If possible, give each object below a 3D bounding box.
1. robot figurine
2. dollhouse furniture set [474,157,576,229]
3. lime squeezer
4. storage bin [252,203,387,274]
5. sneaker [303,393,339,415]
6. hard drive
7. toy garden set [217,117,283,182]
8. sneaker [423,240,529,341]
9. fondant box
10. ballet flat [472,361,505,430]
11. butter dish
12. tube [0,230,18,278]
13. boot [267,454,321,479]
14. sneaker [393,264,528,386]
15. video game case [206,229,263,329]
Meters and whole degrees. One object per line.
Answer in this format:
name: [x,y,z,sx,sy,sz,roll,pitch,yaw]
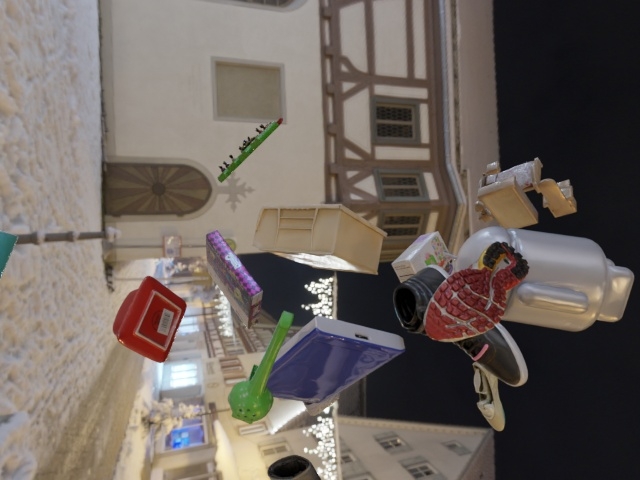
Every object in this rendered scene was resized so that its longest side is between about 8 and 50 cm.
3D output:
robot figurine: [0.448,0.079,0.869,0.300,0.354,0.199,-43,141,-77]
dollhouse furniture set: [0.646,-0.228,1.333,0.303,0.174,0.355,-20,-144,44]
lime squeezer: [-0.096,0.197,0.565,0.310,0.059,0.109,117,-23,-59]
storage bin: [0.000,0.000,1.090,0.261,0.262,0.123,3,-101,34]
sneaker: [-0.034,0.475,1.423,0.210,0.137,0.366,57,-8,12]
hard drive: [-0.001,0.272,0.877,0.318,0.210,0.040,-48,-146,39]
toy garden set: [-0.214,-0.303,1.248,0.244,0.049,0.203,-30,-159,44]
sneaker: [0.228,0.088,0.605,0.088,0.225,0.092,49,-39,20]
fondant box: [0.451,0.165,1.616,0.096,0.238,0.330,-16,-74,50]
ballet flat: [0.574,0.537,1.403,0.086,0.086,0.248,155,-70,-70]
butter dish: [-0.410,0.182,0.927,0.159,0.118,0.160,57,36,-48]
tube: [-0.597,0.079,0.701,0.052,0.080,0.206,107,0,-79]
boot: [0.009,0.539,0.855,0.076,0.190,0.208,-72,144,-73]
sneaker: [0.258,0.181,0.804,0.295,0.147,0.104,52,-39,31]
video game case: [-0.249,0.115,1.150,0.232,0.042,0.210,49,-30,22]
